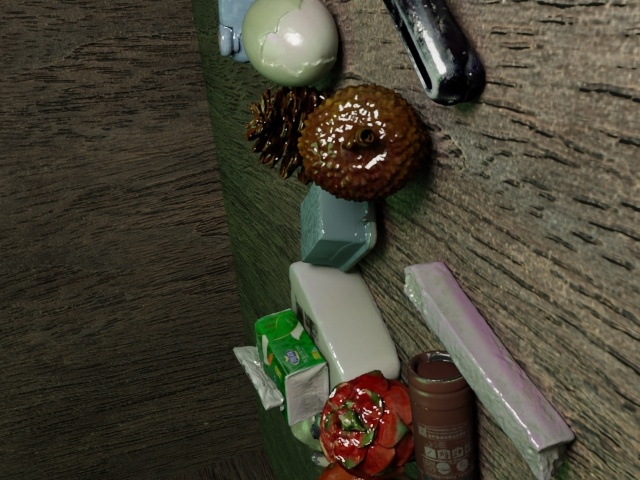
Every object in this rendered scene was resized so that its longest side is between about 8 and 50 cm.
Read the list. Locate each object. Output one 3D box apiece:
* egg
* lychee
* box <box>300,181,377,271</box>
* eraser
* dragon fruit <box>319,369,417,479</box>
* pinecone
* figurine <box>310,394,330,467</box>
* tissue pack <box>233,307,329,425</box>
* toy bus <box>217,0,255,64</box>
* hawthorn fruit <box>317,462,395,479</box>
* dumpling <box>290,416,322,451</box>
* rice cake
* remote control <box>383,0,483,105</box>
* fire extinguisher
[{"bbox_3d":[-0.052,-0.391,1.056,0.217,0.183,0.183,45,146,33],"label":"egg"},{"bbox_3d":[0.063,-0.149,0.832,0.238,0.200,0.200,-12,-91,-86],"label":"lychee"},{"bbox_3d":[0.036,-0.036,1.106,0.227,0.130,0.162,127,143,-68],"label":"box"},{"bbox_3d":[0.029,0.183,1.244,0.331,0.150,0.331,169,90,-72],"label":"eraser"},{"bbox_3d":[0.110,0.350,1.010,0.193,0.274,0.192,-7,62,41],"label":"dragon fruit"},{"bbox_3d":[-0.061,-0.229,1.155,0.221,0.222,0.221,167,90,-72],"label":"pinecone"},{"bbox_3d":[0.042,0.486,1.408,0.145,0.145,0.222,-170,75,-71],"label":"figurine"},{"bbox_3d":[-0.090,0.284,1.197,0.209,0.156,0.148,-133,31,-52],"label":"tissue pack"},{"bbox_3d":[-0.139,-0.555,1.206,0.294,0.197,0.231,95,166,-47],"label":"toy bus"},{"bbox_3d":[0.062,0.616,1.267,0.207,0.243,0.207,47,156,28],"label":"hawthorn fruit"},{"bbox_3d":[-0.019,0.584,1.701,0.250,0.132,0.162,-19,75,57],"label":"dumpling"},{"bbox_3d":[0.223,0.157,0.763,0.365,0.073,0.056,-119,27,-42],"label":"rice cake"},{"bbox_3d":[0.120,-0.293,0.702,0.265,0.066,0.090,63,157,7],"label":"remote control"},{"bbox_3d":[0.190,0.361,0.897,0.102,0.138,0.343,-94,-3,-74],"label":"fire extinguisher"}]
